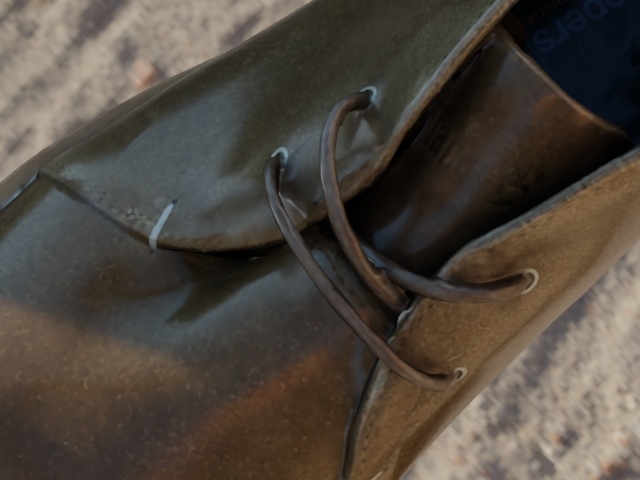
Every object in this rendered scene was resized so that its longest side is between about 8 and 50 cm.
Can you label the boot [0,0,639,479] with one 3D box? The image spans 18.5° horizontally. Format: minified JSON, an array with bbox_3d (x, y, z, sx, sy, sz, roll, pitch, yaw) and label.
[{"bbox_3d":[0.000,0.000,0.386,0.305,0.115,0.112,-42,89,-10],"label":"boot"}]
